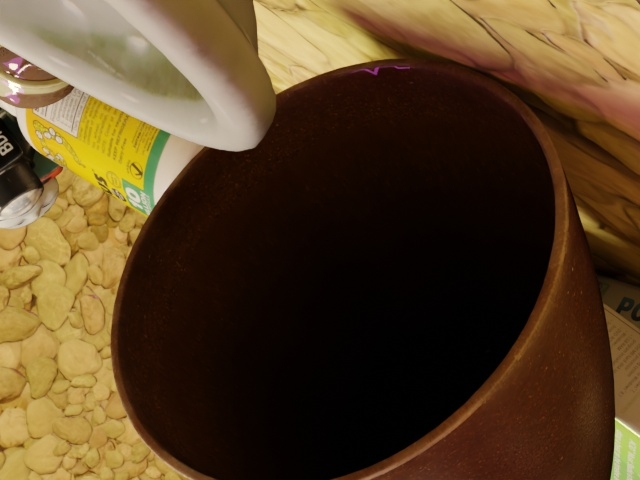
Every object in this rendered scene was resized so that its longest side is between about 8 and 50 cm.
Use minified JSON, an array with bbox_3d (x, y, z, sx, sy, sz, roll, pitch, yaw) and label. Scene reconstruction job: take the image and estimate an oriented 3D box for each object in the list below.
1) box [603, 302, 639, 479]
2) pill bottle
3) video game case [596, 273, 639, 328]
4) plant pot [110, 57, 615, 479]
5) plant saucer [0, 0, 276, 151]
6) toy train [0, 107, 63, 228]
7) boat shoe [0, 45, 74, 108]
[{"bbox_3d":[0.105,0.065,0.937,0.322,0.058,0.232,39,164,26],"label":"box"},{"bbox_3d":[-0.142,-0.095,1.054,0.208,0.117,0.117,30,174,27],"label":"pill bottle"},{"bbox_3d":[0.311,0.126,0.901,0.329,0.036,0.300,34,175,-24],"label":"video game case"},{"bbox_3d":[0.053,0.069,0.706,0.215,0.215,0.230,28,165,42],"label":"plant pot"},{"bbox_3d":[-0.167,-0.177,0.517,0.400,0.100,0.400,32,176,3],"label":"plant saucer"},{"bbox_3d":[-0.344,-0.152,1.294,0.334,0.142,0.190,52,176,6],"label":"toy train"},{"bbox_3d":[-0.251,-0.203,0.983,0.257,0.095,0.095,38,141,11],"label":"boat shoe"}]
